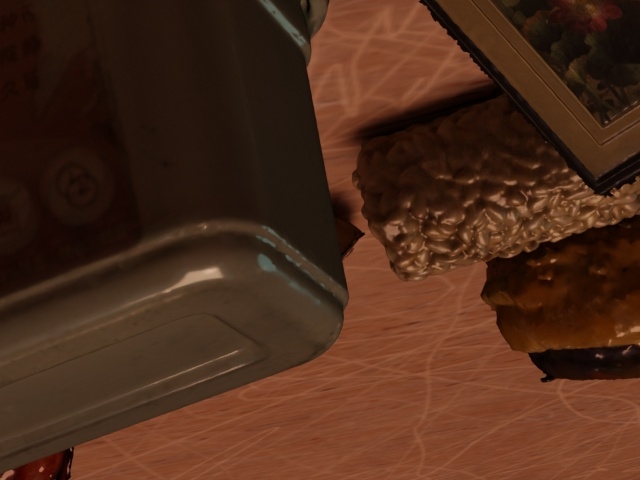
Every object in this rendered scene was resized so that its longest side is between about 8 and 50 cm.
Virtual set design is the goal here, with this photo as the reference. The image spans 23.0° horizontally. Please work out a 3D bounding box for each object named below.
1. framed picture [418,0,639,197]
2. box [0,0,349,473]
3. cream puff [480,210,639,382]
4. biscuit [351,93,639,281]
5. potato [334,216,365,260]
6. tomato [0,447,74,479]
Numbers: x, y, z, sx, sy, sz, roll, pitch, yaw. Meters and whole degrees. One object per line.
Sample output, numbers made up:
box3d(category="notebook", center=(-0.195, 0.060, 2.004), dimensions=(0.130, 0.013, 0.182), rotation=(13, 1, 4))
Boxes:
box3d(category="framed picture", center=(0.115, -0.126, 0.581), dimensions=(0.195, 0.010, 0.199), rotation=(-34, 106, 35))
box3d(category="box", center=(-0.139, -0.009, 0.645), dimensions=(0.312, 0.182, 0.175), rotation=(-22, 155, 15))
box3d(category="cream puff", center=(0.181, 0.011, 0.925), dimensions=(0.189, 0.129, 0.189), rotation=(-7, 180, 0))
box3d(category="biscuit", center=(0.103, -0.036, 0.836), dimensions=(0.169, 0.082, 0.070), rotation=(-16, 153, 5))
box3d(category="potato", center=(0.001, -0.001, 0.925), dimensions=(0.037, 0.036, 0.093), rotation=(-49, 178, -9))
box3d(category="tomato", center=(-0.254, 0.105, 0.935), dimensions=(0.228, 0.101, 0.228), rotation=(-12, 142, -10))
